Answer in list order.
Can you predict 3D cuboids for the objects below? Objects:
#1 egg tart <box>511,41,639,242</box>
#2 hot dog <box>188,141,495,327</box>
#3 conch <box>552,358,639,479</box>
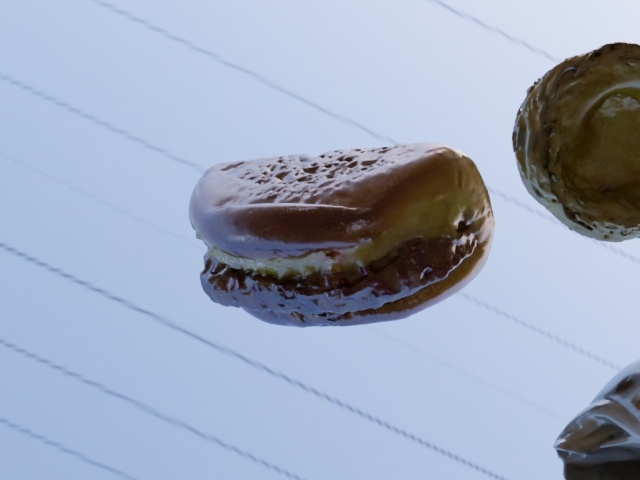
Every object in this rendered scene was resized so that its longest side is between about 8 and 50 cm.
[{"bbox_3d":[0.400,-0.136,1.522,0.288,0.118,0.288,-1,-78,-5],"label":"egg tart"},{"bbox_3d":[0.001,0.001,1.379,0.405,0.185,0.223,-3,-152,28],"label":"hot dog"},{"bbox_3d":[0.407,0.211,1.236,0.149,0.275,0.182,-20,-83,-62],"label":"conch"}]
